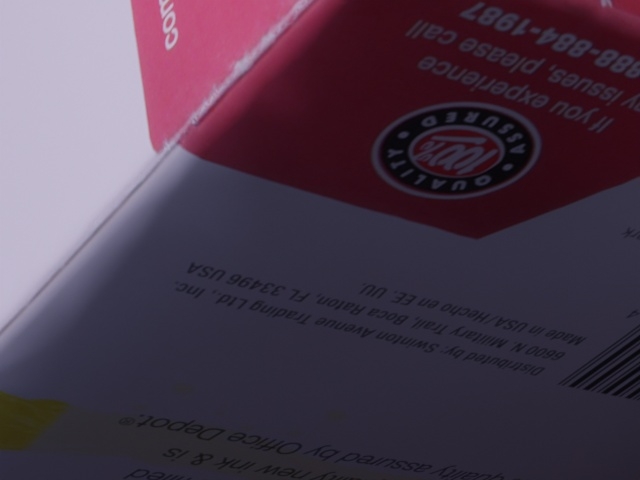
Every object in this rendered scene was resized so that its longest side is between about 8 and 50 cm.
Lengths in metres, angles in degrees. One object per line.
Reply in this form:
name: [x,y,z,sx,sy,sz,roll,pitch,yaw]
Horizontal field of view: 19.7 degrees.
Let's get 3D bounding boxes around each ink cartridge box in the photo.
ink cartridge box: [0.000,0.000,0.612,0.385,0.279,0.160,-42,47,39]
